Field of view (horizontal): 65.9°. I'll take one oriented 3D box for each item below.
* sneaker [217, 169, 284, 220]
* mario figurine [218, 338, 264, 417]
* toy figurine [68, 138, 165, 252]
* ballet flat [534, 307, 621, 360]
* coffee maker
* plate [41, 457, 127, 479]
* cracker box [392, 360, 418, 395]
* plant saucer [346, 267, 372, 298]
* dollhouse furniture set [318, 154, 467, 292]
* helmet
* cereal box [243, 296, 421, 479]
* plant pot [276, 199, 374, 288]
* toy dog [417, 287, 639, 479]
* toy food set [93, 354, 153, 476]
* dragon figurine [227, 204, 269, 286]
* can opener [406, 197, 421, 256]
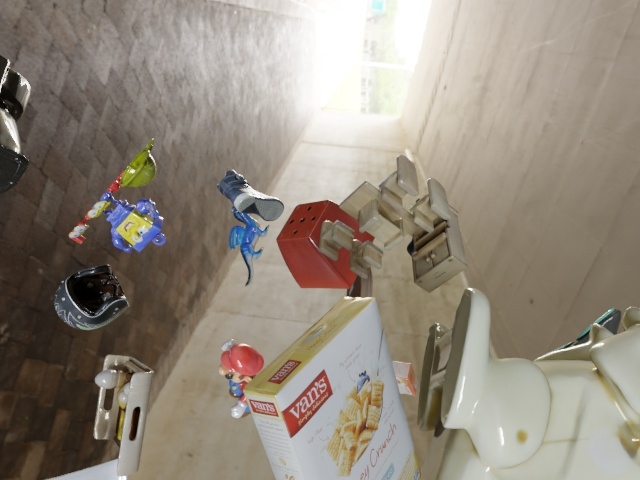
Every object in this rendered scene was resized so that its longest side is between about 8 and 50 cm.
[{"bbox_3d":[-0.223,-0.144,1.557,0.086,0.163,0.226,-54,150,11],"label":"sneaker"},{"bbox_3d":[-0.300,0.476,1.702,0.170,0.198,0.320,-38,147,-40],"label":"mario figurine"},{"bbox_3d":[-0.520,-0.085,1.430,0.362,0.217,0.191,-41,-156,17],"label":"toy figurine"},{"bbox_3d":[0.689,0.286,1.285,0.096,0.095,0.280,56,-46,24],"label":"ballet flat"},{"bbox_3d":[-0.451,-0.170,0.614,0.171,0.120,0.178,72,-3,-57],"label":"coffee maker"},{"bbox_3d":[-0.531,0.624,1.024,0.277,0.045,0.278,14,70,-59],"label":"plate"},{"bbox_3d":[0.239,0.510,1.868,0.155,0.232,0.067,63,37,-47],"label":"cracker box"},{"bbox_3d":[0.147,0.211,1.931,0.278,0.041,0.277,-174,-90,-81],"label":"plant saucer"},{"bbox_3d":[0.153,-0.037,0.946,0.212,0.242,0.161,-41,-153,33],"label":"dollhouse furniture set"},{"bbox_3d":[-0.603,0.155,1.291,0.169,0.161,0.169,45,-30,35],"label":"helmet"},{"bbox_3d":[0.027,0.200,0.499,0.173,0.047,0.240,-36,116,-47],"label":"cereal box"},{"bbox_3d":[0.000,0.000,1.809,0.236,0.267,0.267,48,56,-31],"label":"plant pot"},{"bbox_3d":[0.339,0.265,0.603,0.284,0.408,0.395,90,11,-59],"label":"toy dog"},{"bbox_3d":[-0.491,0.405,1.188,0.306,0.092,0.219,-6,-104,58],"label":"toy food set"},{"bbox_3d":[-0.255,-0.001,1.615,0.085,0.144,0.289,153,-49,-80],"label":"dragon figurine"},{"bbox_3d":[0.289,-0.029,1.411,0.059,0.073,0.186,5,88,-47],"label":"can opener"}]
